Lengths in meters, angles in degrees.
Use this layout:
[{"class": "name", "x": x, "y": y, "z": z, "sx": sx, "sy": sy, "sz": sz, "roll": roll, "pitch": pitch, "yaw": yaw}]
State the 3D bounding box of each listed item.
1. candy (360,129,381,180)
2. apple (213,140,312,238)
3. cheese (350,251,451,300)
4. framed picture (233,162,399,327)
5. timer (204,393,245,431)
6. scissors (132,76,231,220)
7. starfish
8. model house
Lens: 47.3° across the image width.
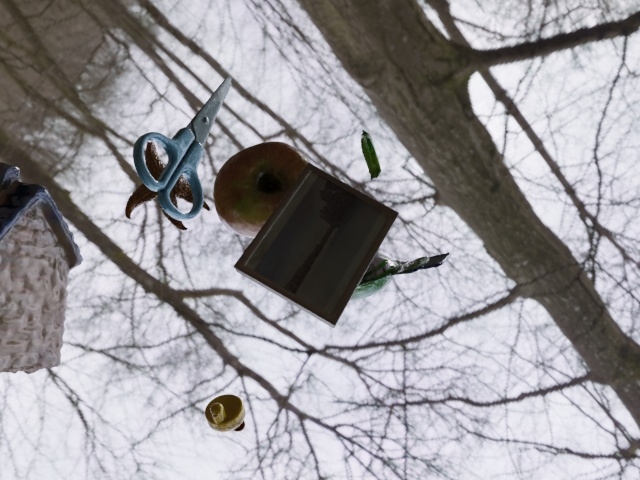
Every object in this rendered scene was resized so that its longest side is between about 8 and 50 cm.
[{"class": "candy", "x": 0.114, "y": -0.198, "z": 1.667, "sx": 0.032, "sy": 0.102, "sz": 0.178, "roll": -15, "pitch": -169, "yaw": 7}, {"class": "apple", "x": -0.151, "y": -0.137, "z": 2.102, "sx": 0.309, "sy": 0.250, "sz": 0.277, "roll": 5, "pitch": -101, "yaw": 4}, {"class": "cheese", "x": 0.125, "y": 0.068, "z": 1.597, "sx": 0.320, "sy": 0.083, "sz": 0.204, "roll": -14, "pitch": -173, "yaw": 27}, {"class": "framed picture", "x": 0.000, "y": 0.000, "z": 1.381, "sx": 0.289, "sy": 0.213, "sz": 0.016, "roll": -57, "pitch": 174, "yaw": -32}, {"class": "timer", "x": -0.249, "y": 0.441, "z": 1.894, "sx": 0.107, "sy": 0.109, "sz": 0.107, "roll": -7, "pitch": -148, "yaw": 4}, {"class": "scissors", "x": -0.261, "y": -0.230, "z": 1.545, "sx": 0.029, "sy": 0.192, "sz": 0.447, "roll": -16, "pitch": -145, "yaw": 28}, {"class": "starfish", "x": -0.379, "y": -0.130, "z": 1.793, "sx": 0.240, "sy": 0.227, "sz": 0.043, "roll": -41, "pitch": 180, "yaw": -13}, {"class": "model house", "x": -0.743, "y": 0.029, "z": 1.374, "sx": 0.395, "sy": 0.445, "sz": 0.400, "roll": 13, "pitch": -86, "yaw": 34}]
